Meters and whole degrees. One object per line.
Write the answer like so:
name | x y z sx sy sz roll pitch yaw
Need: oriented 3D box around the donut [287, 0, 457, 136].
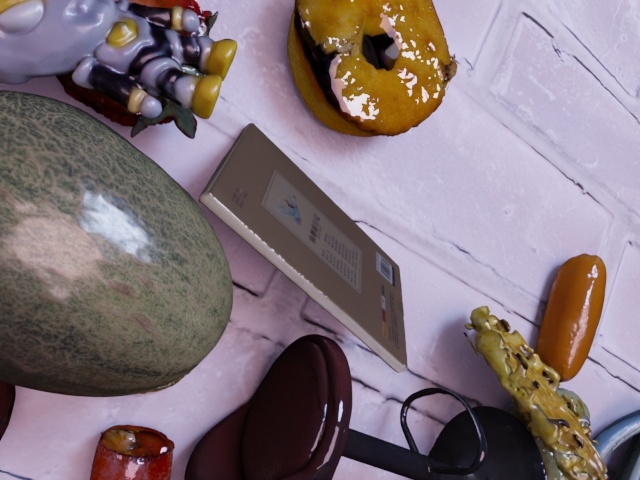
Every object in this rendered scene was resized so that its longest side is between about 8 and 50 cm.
donut | 0.068 -0.265 0.687 0.254 0.118 0.253 -1 93 -26

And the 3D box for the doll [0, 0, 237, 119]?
doll | -0.242 -0.192 0.459 0.316 0.103 0.145 17 88 -6

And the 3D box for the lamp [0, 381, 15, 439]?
lamp | -0.373 0.158 0.455 0.157 0.135 0.156 -1 92 -26

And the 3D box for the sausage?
sausage | 0.445 0.132 0.879 0.098 0.098 0.238 26 80 -23

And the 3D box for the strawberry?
strawberry | -0.235 -0.215 0.557 0.228 0.098 0.174 17 96 -4

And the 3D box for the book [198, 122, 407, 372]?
book | 0.000 0.000 0.623 0.021 0.217 0.310 -38 111 25

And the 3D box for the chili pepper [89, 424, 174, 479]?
chili pepper | -0.220 0.313 0.560 0.086 0.084 0.192 6 83 7

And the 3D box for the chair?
chair | 0.060 0.265 0.618 0.401 0.226 0.226 26 78 -23

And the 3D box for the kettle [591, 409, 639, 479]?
kettle | 0.628 0.482 0.911 0.319 0.247 0.342 38 79 12

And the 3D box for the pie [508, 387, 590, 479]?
pie | 0.383 0.366 0.847 0.201 0.090 0.248 38 70 -18

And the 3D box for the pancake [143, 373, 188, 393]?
pancake | -0.197 0.135 0.607 0.108 0.017 0.108 -1 92 -28

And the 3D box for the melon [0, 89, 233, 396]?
melon | -0.236 0.014 0.463 0.329 0.248 0.248 39 73 -23

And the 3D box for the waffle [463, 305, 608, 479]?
waffle | 0.320 0.223 0.729 0.060 0.262 0.280 -39 99 17
